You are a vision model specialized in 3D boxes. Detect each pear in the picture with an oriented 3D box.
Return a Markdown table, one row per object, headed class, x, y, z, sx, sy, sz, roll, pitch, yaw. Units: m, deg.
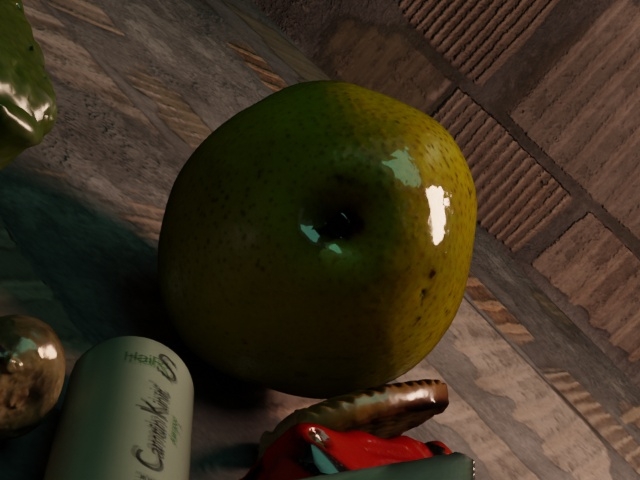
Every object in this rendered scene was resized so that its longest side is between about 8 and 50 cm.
| class | x | y | z | sx | sy | sz | roll | pitch | yaw |
| --- | --- | --- | --- | --- | --- | --- | --- | --- | --- |
| pear | 0.000 | 0.000 | 0.989 | 0.294 | 0.294 | 0.294 | 39 | 14 | -12 |

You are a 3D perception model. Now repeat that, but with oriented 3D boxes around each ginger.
| class | x | y | z | sx | sy | sz | roll | pitch | yaw |
| --- | --- | --- | --- | --- | --- | --- | --- | --- | --- |
| ginger | -0.218 | 0.067 | 0.622 | 0.204 | 0.080 | 0.104 | 20 | 20 | -52 |

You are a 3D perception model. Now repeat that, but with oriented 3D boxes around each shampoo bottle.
| class | x | y | z | sx | sy | sz | roll | pitch | yaw |
| --- | --- | --- | --- | --- | --- | --- | --- | --- | --- |
| shampoo bottle | -0.120 | 0.128 | 0.696 | 0.085 | 0.085 | 0.262 | 38 | 14 | -17 |

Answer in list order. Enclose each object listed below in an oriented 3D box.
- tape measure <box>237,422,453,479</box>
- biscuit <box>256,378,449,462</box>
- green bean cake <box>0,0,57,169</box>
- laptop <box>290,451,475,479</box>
| class | x | y | z | sx | sy | sz | roll | pitch | yaw |
| --- | --- | --- | --- | --- | --- | --- | --- | --- | --- |
| tape measure | 0.064 | 0.241 | 0.794 | 0.253 | 0.114 | 0.260 | 21 | 25 | -53 |
| biscuit | 0.024 | 0.153 | 0.954 | 0.228 | 0.176 | 0.031 | 121 | -47 | -68 |
| green bean cake | -0.352 | -0.154 | 0.695 | 0.319 | 0.218 | 0.335 | 38 | 19 | -48 |
| laptop | -0.012 | 0.195 | 0.593 | 0.269 | 0.187 | 0.015 | -71 | 148 | -68 |
